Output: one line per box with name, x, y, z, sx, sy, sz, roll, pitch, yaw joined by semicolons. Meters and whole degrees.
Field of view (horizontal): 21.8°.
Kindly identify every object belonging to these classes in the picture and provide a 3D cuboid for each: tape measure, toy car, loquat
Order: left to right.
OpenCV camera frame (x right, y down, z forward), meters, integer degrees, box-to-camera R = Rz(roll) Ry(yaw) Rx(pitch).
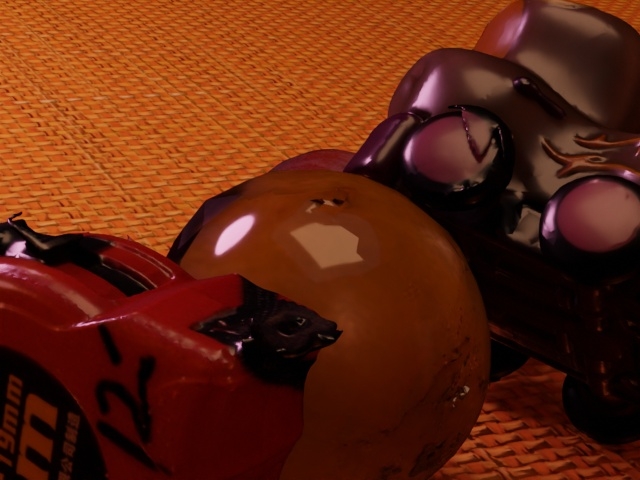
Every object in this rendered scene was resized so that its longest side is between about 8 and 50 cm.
tape measure;-0.129;0.109;0.918;0.260;0.253;0.114;24;23;27
loquat;-0.003;0.068;1.081;0.235;0.235;0.235;5;22;-2
toy car;0.194;-0.026;1.201;0.341;0.271;0.240;27;66;25

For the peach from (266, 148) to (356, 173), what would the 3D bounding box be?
peach;0.000;0.000;1.391;0.152;0.152;0.152;5;22;-2
